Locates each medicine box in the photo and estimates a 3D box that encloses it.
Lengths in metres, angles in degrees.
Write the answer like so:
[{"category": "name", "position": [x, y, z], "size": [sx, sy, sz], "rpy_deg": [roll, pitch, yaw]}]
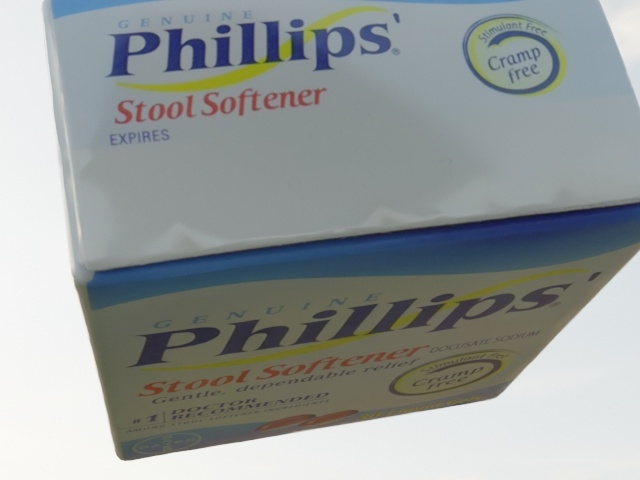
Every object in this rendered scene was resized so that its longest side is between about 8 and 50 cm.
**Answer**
[{"category": "medicine box", "position": [0.000, 0.000, 0.542], "size": [0.263, 0.149, 0.289], "rpy_deg": [-7, -24, -11]}]
